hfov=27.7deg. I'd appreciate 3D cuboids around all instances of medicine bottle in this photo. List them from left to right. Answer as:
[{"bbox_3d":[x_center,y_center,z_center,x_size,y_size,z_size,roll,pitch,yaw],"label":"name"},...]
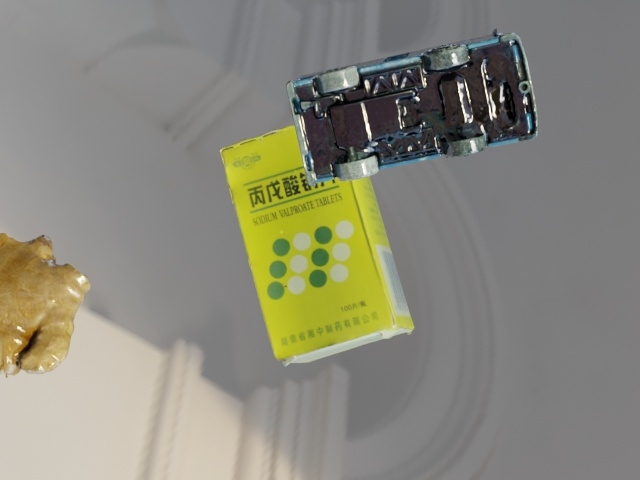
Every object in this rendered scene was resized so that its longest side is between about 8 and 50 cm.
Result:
[{"bbox_3d":[0.000,0.000,1.405,0.137,0.141,0.250,-17,-99,11],"label":"medicine bottle"}]

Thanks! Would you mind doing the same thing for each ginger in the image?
[{"bbox_3d":[-0.348,0.064,1.375,0.216,0.102,0.157,8,-105,20],"label":"ginger"}]

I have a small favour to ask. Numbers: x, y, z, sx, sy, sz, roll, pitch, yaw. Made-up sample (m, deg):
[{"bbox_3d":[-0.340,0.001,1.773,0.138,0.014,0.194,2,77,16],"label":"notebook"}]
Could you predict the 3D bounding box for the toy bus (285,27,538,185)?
[{"bbox_3d":[0.074,-0.108,1.028,0.184,0.090,0.106,-11,-171,8],"label":"toy bus"}]
